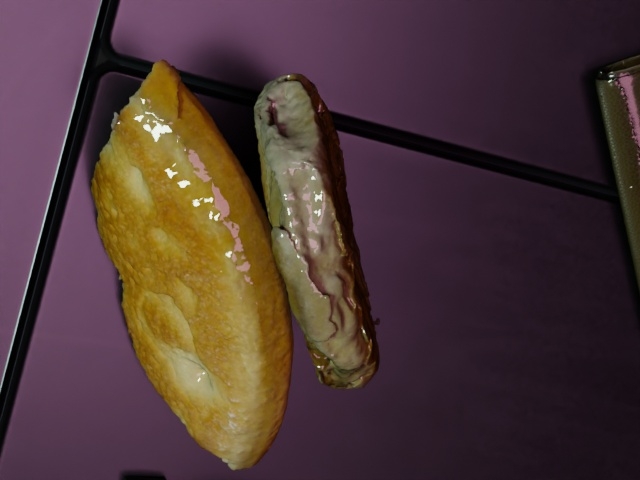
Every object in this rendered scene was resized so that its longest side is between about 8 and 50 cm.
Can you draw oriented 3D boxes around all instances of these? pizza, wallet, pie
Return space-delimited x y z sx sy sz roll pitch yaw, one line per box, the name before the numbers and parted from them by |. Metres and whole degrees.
pizza | -0.076 0.021 0.931 0.056 0.134 0.271 -34 114 -36
wallet | 0.255 -0.035 1.055 0.110 0.031 0.198 -19 107 -12
pie | 0.000 0.000 0.905 0.046 0.195 0.195 -11 106 5

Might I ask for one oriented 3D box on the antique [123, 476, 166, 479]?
antique | -0.127 0.249 1.021 0.031 0.015 0.192 5 102 -18
